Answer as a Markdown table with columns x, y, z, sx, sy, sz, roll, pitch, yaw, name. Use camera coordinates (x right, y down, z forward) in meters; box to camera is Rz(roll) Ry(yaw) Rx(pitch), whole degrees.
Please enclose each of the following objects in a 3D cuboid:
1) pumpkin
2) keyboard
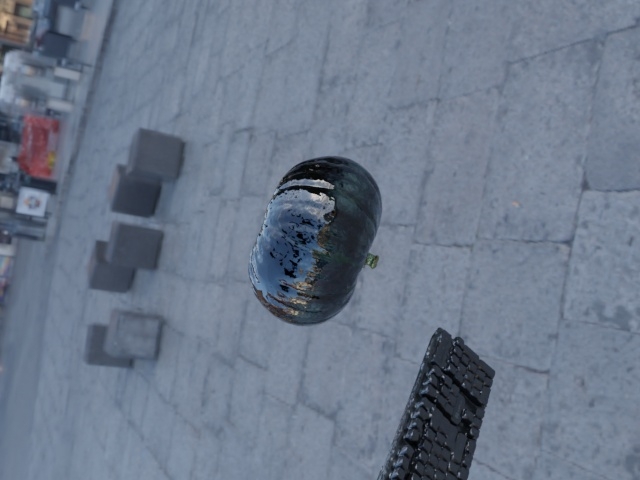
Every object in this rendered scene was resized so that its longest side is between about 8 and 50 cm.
| x | y | z | sx | sy | sz | roll | pitch | yaw | name |
| --- | --- | --- | --- | --- | --- | --- | --- | --- | --- |
| 0.000 | 0.000 | 0.897 | 0.202 | 0.140 | 0.202 | 19 | -90 | -90 | pumpkin |
| 0.083 | 0.162 | 0.573 | 0.023 | 0.072 | 0.231 | -39 | 14 | 44 | keyboard |
